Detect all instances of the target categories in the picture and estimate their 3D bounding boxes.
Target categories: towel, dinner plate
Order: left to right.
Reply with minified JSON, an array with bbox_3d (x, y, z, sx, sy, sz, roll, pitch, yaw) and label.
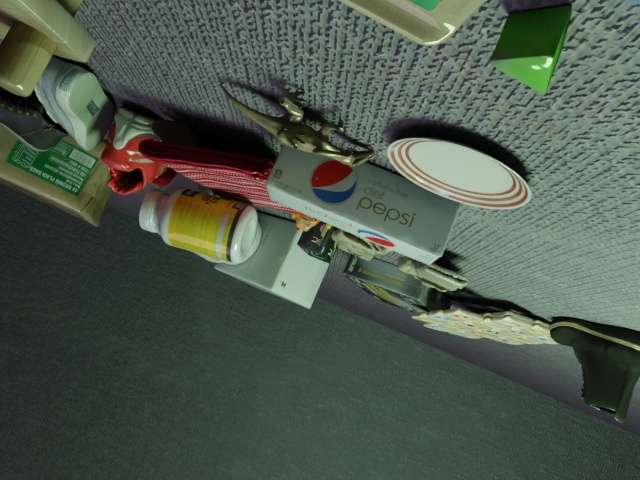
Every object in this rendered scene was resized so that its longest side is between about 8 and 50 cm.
[{"bbox_3d":[-0.122,-0.084,0.871,0.199,0.031,0.275,12,173,17],"label":"towel"},{"bbox_3d":[0.132,-0.067,0.552,0.141,0.017,0.141,23,171,4],"label":"dinner plate"}]

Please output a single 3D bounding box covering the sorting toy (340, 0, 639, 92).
[{"bbox_3d":[0.011,-0.158,0.248,0.348,0.047,0.196,25,170,-8],"label":"sorting toy"}]

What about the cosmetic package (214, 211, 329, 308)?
[{"bbox_3d":[-0.099,0.038,1.273,0.184,0.151,0.151,18,170,36],"label":"cosmetic package"}]

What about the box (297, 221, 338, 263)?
[{"bbox_3d":[0.000,0.000,1.095,0.052,0.062,0.083,21,170,20],"label":"box"}]

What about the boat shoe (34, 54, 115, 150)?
[{"bbox_3d":[-0.359,-0.203,0.840,0.081,0.079,0.227,34,165,-3],"label":"boat shoe"}]

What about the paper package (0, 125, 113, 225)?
[{"bbox_3d":[-0.635,-0.183,1.309,0.325,0.168,0.309,26,170,-11],"label":"paper package"}]

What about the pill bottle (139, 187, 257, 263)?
[{"bbox_3d":[-0.208,-0.031,0.990,0.184,0.103,0.103,15,169,7],"label":"pill bottle"}]

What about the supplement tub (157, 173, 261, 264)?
[{"bbox_3d":[-0.224,-0.040,1.163,0.144,0.144,0.200,17,168,35],"label":"supplement tub"}]

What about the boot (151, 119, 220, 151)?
[{"bbox_3d":[-0.203,-0.141,0.873,0.118,0.042,0.087,26,170,-23],"label":"boot"}]

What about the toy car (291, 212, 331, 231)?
[{"bbox_3d":[-0.020,-0.037,1.006,0.060,0.040,0.122,26,171,-16],"label":"toy car"}]

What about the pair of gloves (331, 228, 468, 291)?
[{"bbox_3d":[0.134,0.027,0.990,0.240,0.042,0.204,24,174,10],"label":"pair of gloves"}]

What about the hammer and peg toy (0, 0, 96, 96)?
[{"bbox_3d":[-0.384,-0.252,0.438,0.361,0.127,0.266,20,170,19],"label":"hammer and peg toy"}]

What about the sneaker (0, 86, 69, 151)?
[{"bbox_3d":[-0.549,-0.256,1.029,0.118,0.083,0.222,-11,141,41],"label":"sneaker"}]

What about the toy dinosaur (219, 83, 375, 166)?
[{"bbox_3d":[-0.030,-0.111,0.589,0.183,0.053,0.092,24,172,-6],"label":"toy dinosaur"}]

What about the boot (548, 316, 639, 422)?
[{"bbox_3d":[0.437,0.207,0.957,0.077,0.137,0.198,26,171,-14],"label":"boot"}]

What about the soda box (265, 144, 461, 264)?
[{"bbox_3d":[0.048,-0.048,0.684,0.216,0.074,0.069,23,170,3],"label":"soda box"}]

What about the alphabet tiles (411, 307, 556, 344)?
[{"bbox_3d":[0.344,0.177,1.197,0.278,0.021,0.284,16,164,-21],"label":"alphabet tiles"}]

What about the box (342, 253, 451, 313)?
[{"bbox_3d":[0.176,0.109,1.288,0.183,0.056,0.231,19,169,29],"label":"box"}]

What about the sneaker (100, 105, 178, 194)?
[{"bbox_3d":[-0.307,-0.128,0.958,0.107,0.118,0.279,25,170,-1],"label":"sneaker"}]
